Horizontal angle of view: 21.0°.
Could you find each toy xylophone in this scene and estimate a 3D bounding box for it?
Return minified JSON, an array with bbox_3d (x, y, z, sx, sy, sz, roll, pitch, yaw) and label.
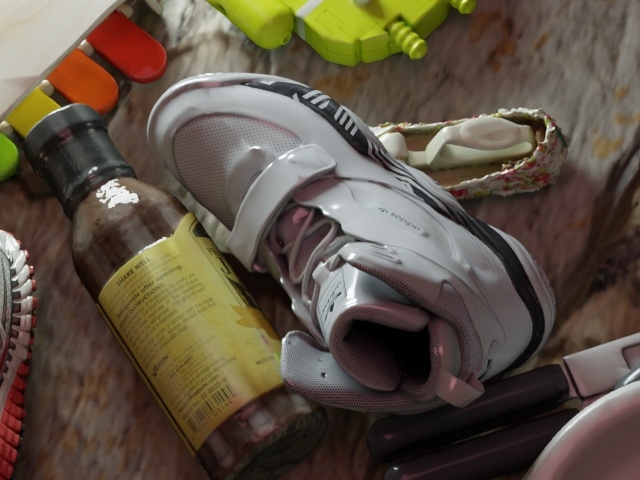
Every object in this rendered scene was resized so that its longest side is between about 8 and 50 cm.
[{"bbox_3d":[-0.297,-0.165,1.483,0.322,0.081,0.236,-40,71,-13],"label":"toy xylophone"}]

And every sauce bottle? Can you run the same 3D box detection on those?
[{"bbox_3d":[-0.125,0.037,1.373,0.111,0.111,0.344,-31,70,-10],"label":"sauce bottle"}]

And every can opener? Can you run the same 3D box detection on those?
[{"bbox_3d":[0.178,0.124,1.328,0.283,0.095,0.076,-16,66,-11],"label":"can opener"}]

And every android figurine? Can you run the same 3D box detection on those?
[{"bbox_3d":[0.016,-0.264,1.526,0.248,0.056,0.273,-41,69,-14],"label":"android figurine"}]

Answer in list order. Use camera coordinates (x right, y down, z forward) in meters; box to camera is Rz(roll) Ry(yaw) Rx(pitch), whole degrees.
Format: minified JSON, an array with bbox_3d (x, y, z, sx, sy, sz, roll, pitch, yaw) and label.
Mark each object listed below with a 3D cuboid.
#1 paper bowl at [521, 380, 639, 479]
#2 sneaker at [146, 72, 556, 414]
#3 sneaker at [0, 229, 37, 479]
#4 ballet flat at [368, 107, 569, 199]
[{"bbox_3d":[0.267,0.245,1.235,0.284,0.148,0.284,0,75,0],"label":"paper bowl"},{"bbox_3d":[0.000,0.000,1.309,0.366,0.210,0.137,34,113,8],"label":"sneaker"},{"bbox_3d":[-0.275,0.094,1.357,0.092,0.088,0.225,10,65,-14],"label":"sneaker"},{"bbox_3d":[0.088,-0.071,1.427,0.241,0.077,0.091,-12,68,-2],"label":"ballet flat"}]
